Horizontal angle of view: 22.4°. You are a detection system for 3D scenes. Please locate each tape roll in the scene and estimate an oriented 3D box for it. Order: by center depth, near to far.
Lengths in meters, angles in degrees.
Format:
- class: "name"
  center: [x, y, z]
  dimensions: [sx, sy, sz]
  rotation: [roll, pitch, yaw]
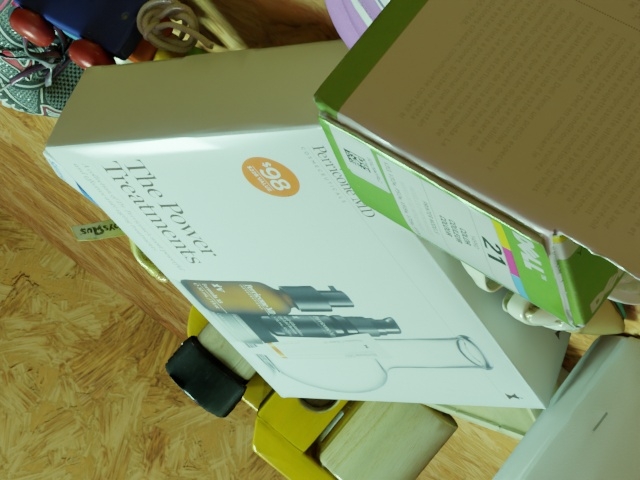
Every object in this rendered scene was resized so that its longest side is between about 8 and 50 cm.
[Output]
- class: "tape roll"
  center: [0.282, 0.217, 1.347]
  dimensions: [0.246, 0.169, 0.246]
  rotation: [37, 168, 10]

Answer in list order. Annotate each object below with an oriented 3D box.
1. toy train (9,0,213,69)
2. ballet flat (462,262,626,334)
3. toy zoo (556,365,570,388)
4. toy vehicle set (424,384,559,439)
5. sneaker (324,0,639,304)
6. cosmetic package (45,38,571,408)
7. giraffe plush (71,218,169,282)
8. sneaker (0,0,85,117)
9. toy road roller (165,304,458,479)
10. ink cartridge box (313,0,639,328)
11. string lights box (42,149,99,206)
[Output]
- class: "toy train"
  center: [-0.137, -0.164, 1.364]
  dimensions: [0.248, 0.105, 0.143]
  rotation: [29, 175, 38]
- class: "ballet flat"
  center: [0.152, 0.020, 1.229]
  dimensions: [0.232, 0.073, 0.080]
  rotation: [47, 166, -34]
- class: "toy zoo"
  center: [0.223, 0.172, 1.687]
  dimensions: [0.192, 0.030, 0.293]
  rotation: [40, 168, -9]
- class: "toy vehicle set"
  center: [0.133, 0.104, 1.571]
  dimensions: [0.166, 0.035, 0.267]
  rotation: [62, 161, -17]
- class: "sneaker"
  center: [0.104, -0.088, 0.945]
  dimensions: [0.282, 0.102, 0.161]
  rotation: [54, 167, -17]
- class: "cosmetic package"
  center: [0.000, 0.000, 1.318]
  dimensions: [0.284, 0.097, 0.377]
  rotation: [-4, 142, 35]
- class: "giraffe plush"
  center: [-0.123, -0.084, 1.512]
  dimensions: [0.181, 0.210, 0.170]
  rotation: [47, 138, 19]
- class: "sneaker"
  center: [-0.285, -0.201, 1.596]
  dimensions: [0.112, 0.121, 0.299]
  rotation: [31, 166, 22]
- class: "toy road roller"
  center: [-0.005, 0.150, 1.898]
  dimensions: [0.329, 0.202, 0.240]
  rotation: [40, -175, 0]
- class: "ink cartridge box"
  center: [0.156, -0.049, 0.680]
  dimensions: [0.255, 0.189, 0.097]
  rotation: [32, 166, 27]
- class: "string lights box"
  center: [-0.144, -0.057, 1.673]
  dimensions: [0.259, 0.133, 0.077]
  rotation: [36, 169, 14]
